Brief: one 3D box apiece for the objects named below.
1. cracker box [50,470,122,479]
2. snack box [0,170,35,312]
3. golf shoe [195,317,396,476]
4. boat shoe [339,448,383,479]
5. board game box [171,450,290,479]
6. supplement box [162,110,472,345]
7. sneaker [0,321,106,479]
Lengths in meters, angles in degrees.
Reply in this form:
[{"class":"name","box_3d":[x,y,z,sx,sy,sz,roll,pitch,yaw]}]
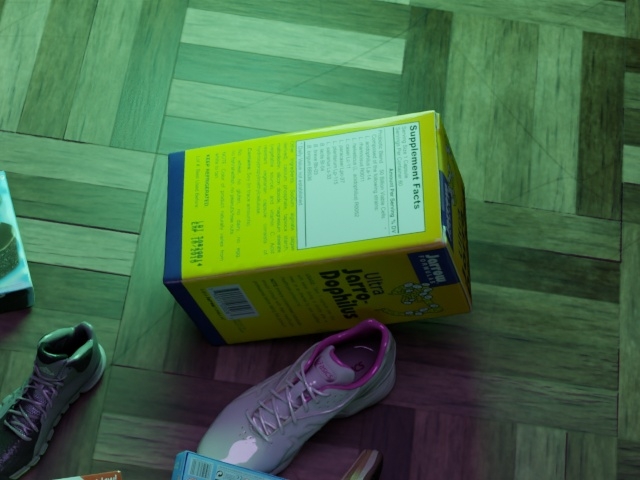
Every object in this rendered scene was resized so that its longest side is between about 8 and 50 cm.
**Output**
[{"class":"cracker box","box_3d":[-0.298,0.399,1.786,0.156,0.067,0.232,-7,61,-10]},{"class":"snack box","box_3d":[-0.553,0.030,1.978,0.322,0.060,0.187,-13,62,-12]},{"class":"golf shoe","box_3d":[-0.030,0.195,1.886,0.306,0.140,0.115,-34,71,-23]},{"class":"boat shoe","box_3d":[0.011,0.331,1.859,0.072,0.068,0.190,22,60,20]},{"class":"board game box","box_3d":[-0.114,0.372,1.782,0.160,0.039,0.211,20,67,-23]},{"class":"supplement box","box_3d":[0.000,-0.010,1.918,0.356,0.195,0.194,-8,60,13]},{"class":"sneaker","box_3d":[-0.354,0.186,1.865,0.086,0.132,0.228,29,61,11]}]
